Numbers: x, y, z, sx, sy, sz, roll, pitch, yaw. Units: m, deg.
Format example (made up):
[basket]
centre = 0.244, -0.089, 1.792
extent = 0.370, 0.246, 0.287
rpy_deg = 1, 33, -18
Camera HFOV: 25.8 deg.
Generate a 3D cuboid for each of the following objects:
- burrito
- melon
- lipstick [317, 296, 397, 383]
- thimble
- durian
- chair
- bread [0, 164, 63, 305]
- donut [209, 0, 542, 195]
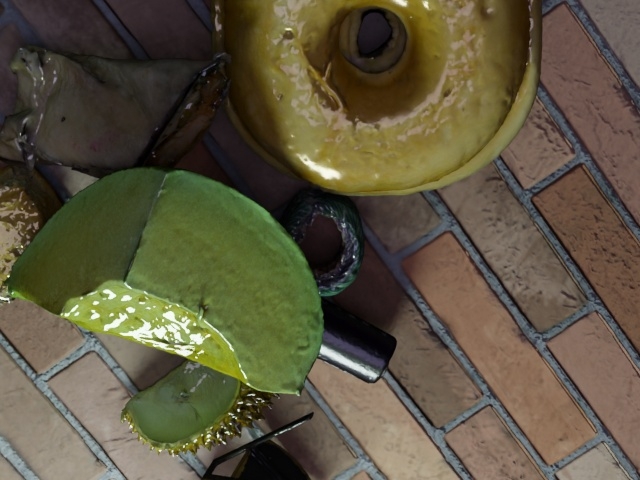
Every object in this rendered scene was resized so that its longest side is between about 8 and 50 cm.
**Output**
[burrito]
centre = -0.259, -0.154, 1.744
extent = 0.348, 0.107, 0.175
rpy_deg = 5, 107, 28
[melon]
centre = -0.166, 0.073, 1.756
extent = 0.331, 0.226, 0.343
rpy_deg = -38, 138, 25
[lipstick]
centre = -0.038, 0.102, 1.905
extent = 0.300, 0.081, 0.081
rpy_deg = 26, 104, -6
[thimble]
centre = 0.001, 0.002, 1.871
extent = 0.118, 0.090, 0.135
rpy_deg = 12, 104, -9
[durian]
centre = -0.154, 0.219, 1.928
extent = 0.252, 0.144, 0.139
rpy_deg = -39, 83, 14
[chair]
centre = -0.072, 0.370, 1.951
extent = 0.159, 0.172, 0.247
rpy_deg = 49, 142, -15
[bread]
centre = -0.454, 0.007, 1.836
extent = 0.245, 0.121, 0.174
rpy_deg = -22, 100, 5
[donut]
centre = 0.072, -0.261, 1.729
extent = 0.449, 0.198, 0.449
rpy_deg = 0, 112, 0
